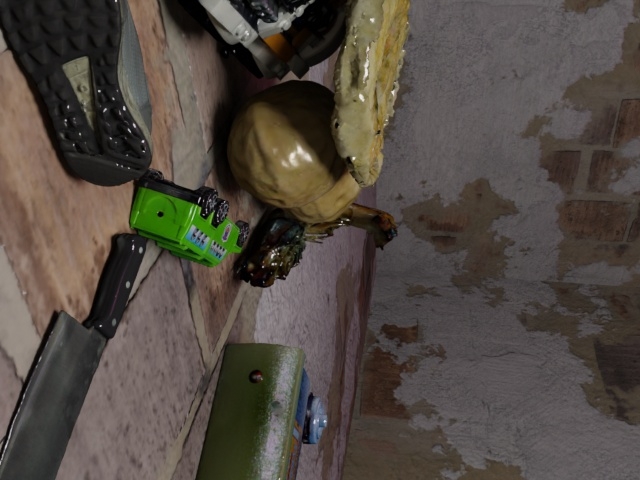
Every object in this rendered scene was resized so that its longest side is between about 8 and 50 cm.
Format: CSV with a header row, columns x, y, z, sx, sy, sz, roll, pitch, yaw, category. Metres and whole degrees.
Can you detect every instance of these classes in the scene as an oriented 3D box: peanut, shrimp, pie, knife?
x,y,z,sx,sy,sz,roll,pitch,yaw,category
-0.025,-0.119,0.889,0.387,0.169,0.192,-13,97,-77,peanut
0.000,0.000,0.949,0.290,0.222,0.054,-52,141,-59,shrimp
0.064,-0.194,0.745,0.274,0.055,0.274,8,90,-79,pie
-0.184,0.089,0.474,0.072,0.019,0.245,76,21,-57,knife

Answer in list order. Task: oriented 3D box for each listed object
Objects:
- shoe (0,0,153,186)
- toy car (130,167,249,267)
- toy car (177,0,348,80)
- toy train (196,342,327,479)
x,y,z,sx,sy,sz,roll,pitch,yaw,category
-0.156,-0.132,0.430,0.077,0.074,0.194,-93,-179,-47,shoe
-0.126,-0.014,0.633,0.165,0.071,0.062,58,52,-74,toy car
-0.042,-0.267,0.678,0.193,0.118,0.301,-44,176,7,toy car
-0.074,0.297,0.858,0.202,0.131,0.299,75,21,-57,toy train
